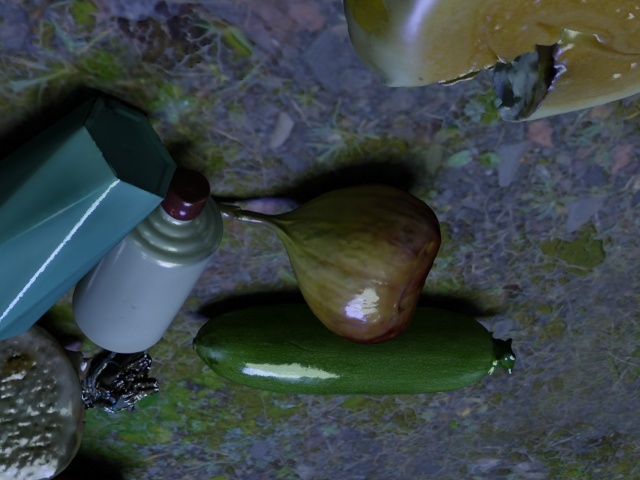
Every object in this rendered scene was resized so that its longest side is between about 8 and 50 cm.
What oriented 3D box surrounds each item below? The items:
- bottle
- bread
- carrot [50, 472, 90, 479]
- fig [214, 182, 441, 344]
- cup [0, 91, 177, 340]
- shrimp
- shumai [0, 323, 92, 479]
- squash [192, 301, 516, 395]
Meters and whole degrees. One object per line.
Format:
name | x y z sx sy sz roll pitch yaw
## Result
bottle | -0.161 0.011 1.613 0.104 0.104 0.245 1 150 -23
bread | 0.181 -0.223 1.257 0.333 0.160 0.333 -11 153 -6
carrot | -0.362 0.403 2.112 0.241 0.242 0.340 -25 148 22
fig | 0.010 0.009 1.643 0.230 0.143 0.160 16 110 -31
cup | -0.244 -0.024 1.498 0.235 0.148 0.134 -37 145 25
shrimp | -0.252 0.162 1.916 0.174 0.076 0.082 -22 110 26
shumai | -0.343 0.161 1.808 0.201 0.201 0.120 -8 -167 -8
squash | 0.050 0.122 1.898 0.395 0.107 0.107 4 148 -25
